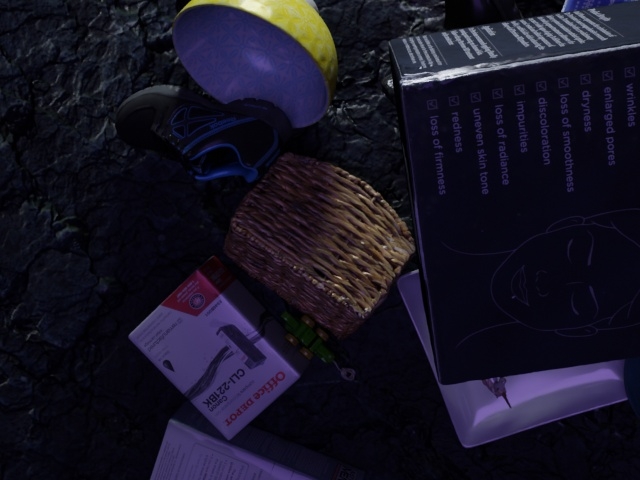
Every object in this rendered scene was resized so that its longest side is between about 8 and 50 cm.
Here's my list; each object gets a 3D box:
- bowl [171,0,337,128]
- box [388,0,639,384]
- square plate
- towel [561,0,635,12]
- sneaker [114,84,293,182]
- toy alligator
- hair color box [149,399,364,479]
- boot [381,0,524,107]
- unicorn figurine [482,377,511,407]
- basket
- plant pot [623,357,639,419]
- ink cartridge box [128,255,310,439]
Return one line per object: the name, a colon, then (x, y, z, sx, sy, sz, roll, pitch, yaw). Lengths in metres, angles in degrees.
bowl: (-0.086, -0.341, 1.705, 0.289, 0.289, 0.156, 25, 64, 4)
box: (0.369, -0.082, 1.526, 0.471, 0.297, 0.480, -8, 112, 4)
square plate: (0.355, 0.162, 1.805, 0.347, 0.049, 0.344, -20, 98, 14)
towel: (0.520, -0.255, 1.632, 0.336, 0.040, 0.243, 13, 113, -8)
sneaker: (-0.224, -0.179, 1.754, 0.340, 0.140, 0.125, 5, 142, 26)
toy alligator: (-0.011, 0.192, 1.878, 0.189, 0.051, 0.056, 44, 81, -20)
hair color box: (-0.125, 0.467, 1.927, 0.374, 0.113, 0.185, 21, 105, 6)
boot: (0.200, -0.334, 1.683, 0.260, 0.131, 0.348, -30, 96, 15)
unicorn figurine: (0.277, 0.208, 1.780, 0.162, 0.060, 0.111, 17, 106, 23)
basket: (0.000, 0.000, 1.813, 0.299, 0.223, 0.213, 35, 73, 2)
plant pot: (0.659, 0.248, 1.637, 0.271, 0.255, 0.272, 0, 100, 0)
ink cartridge box: (-0.182, 0.199, 1.878, 0.197, 0.114, 0.273, -43, 93, 15)
